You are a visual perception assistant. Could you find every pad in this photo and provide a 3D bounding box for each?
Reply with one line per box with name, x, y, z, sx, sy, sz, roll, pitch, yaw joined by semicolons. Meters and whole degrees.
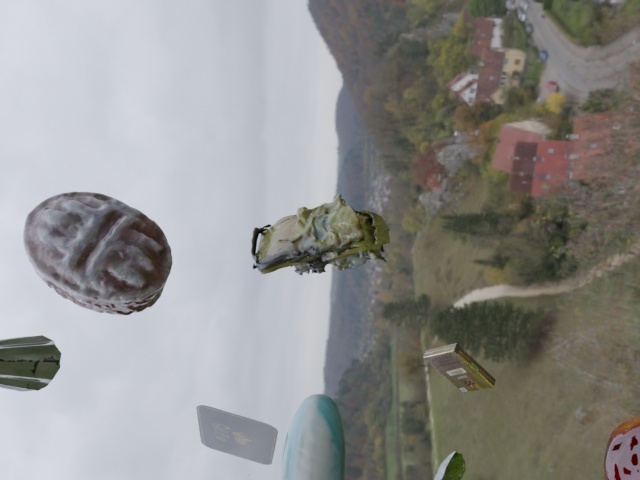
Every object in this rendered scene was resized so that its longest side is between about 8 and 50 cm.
pad;-0.294;0.611;1.698;0.375;0.314;0.063;100;-172;-51

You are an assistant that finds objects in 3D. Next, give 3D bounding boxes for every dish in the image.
dish;0.339;0.634;1.524;0.137;0.039;0.091;-43;-60;-31

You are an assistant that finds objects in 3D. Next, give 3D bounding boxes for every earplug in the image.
earplug;-0.018;0.511;1.284;0.185;0.184;0.324;91;-176;-52

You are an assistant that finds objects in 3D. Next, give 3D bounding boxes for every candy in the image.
candy;-0.438;0.028;1.125;0.214;0.289;0.157;-64;3;-31

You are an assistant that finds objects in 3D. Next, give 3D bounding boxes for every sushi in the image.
sushi;-0.001;-0.004;1.186;0.131;0.290;0.139;64;-160;-52

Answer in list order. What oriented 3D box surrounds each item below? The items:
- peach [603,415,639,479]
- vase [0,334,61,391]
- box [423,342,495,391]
peach;0.540;0.367;0.827;0.199;0.243;0.244;-38;36;49
vase;-0.839;0.324;1.486;0.360;0.165;0.165;66;-150;-76
box;0.299;0.276;1.210;0.090;0.133;0.023;-30;23;50
